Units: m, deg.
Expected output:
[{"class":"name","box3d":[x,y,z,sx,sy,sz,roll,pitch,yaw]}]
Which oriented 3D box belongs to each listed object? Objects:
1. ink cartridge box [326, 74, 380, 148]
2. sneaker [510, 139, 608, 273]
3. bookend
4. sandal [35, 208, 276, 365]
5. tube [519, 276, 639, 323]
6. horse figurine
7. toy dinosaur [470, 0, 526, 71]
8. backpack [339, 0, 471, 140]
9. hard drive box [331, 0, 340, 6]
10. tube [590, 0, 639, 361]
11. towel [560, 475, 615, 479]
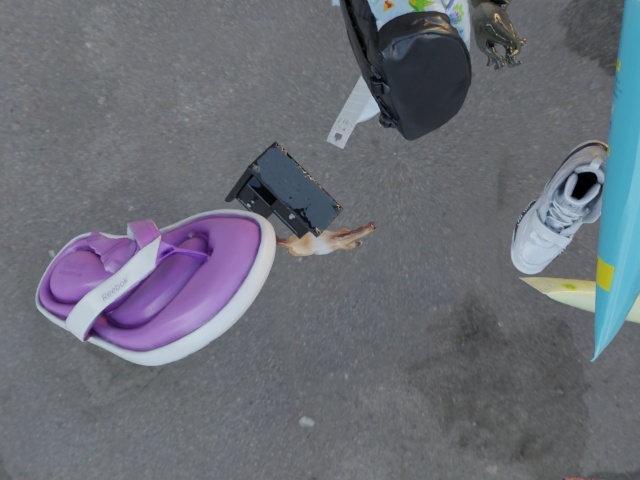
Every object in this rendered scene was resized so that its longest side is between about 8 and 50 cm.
[{"class":"ink cartridge box","box3d":[0.089,-0.285,1.481,0.045,0.145,0.179,24,98,-20]},{"class":"sneaker","box3d":[0.558,-0.063,1.553,0.137,0.210,0.366,33,112,12]},{"class":"bookend","box3d":[-0.066,-0.062,1.116,0.156,0.157,0.072,45,63,-5]},{"class":"sandal","box3d":[-0.219,0.040,0.711,0.416,0.102,0.169,-8,57,42]},{"class":"tube","box3d":[0.456,0.093,1.087,0.240,0.070,0.062,10,59,-8]},{"class":"horse figurine","box3d":[0.000,0.000,1.538,0.263,0.174,0.066,-4,89,2]},{"class":"toy dinosaur","box3d":[0.372,-0.457,1.432,0.121,0.314,0.160,-24,114,34]},{"class":"backpack","box3d":[0.141,-0.408,1.148,0.273,0.290,0.356,-31,63,4]},{"class":"hard drive box","box3d":[0.072,-0.646,1.406,0.089,0.181,0.232,3,136,2]},{"class":"tube","box3d":[0.180,-0.031,0.364,0.052,0.080,0.207,24,133,38]},{"class":"towel","box3d":[0.400,0.363,0.640,0.328,0.037,0.237,5,68,-2]}]
